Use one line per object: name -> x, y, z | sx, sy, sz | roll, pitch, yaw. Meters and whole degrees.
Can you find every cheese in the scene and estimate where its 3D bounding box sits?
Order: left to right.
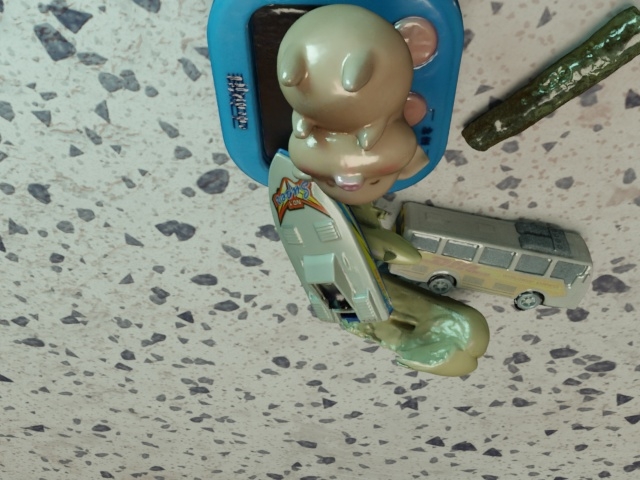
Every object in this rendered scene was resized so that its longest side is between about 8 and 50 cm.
cheese -> 0.162, 0.145, 1.114 | 0.266, 0.127, 0.233 | 21, -177, 34

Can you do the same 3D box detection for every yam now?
yam -> 0.311, -0.205, 0.854 | 0.061, 0.061, 0.274 | 33, 131, -28

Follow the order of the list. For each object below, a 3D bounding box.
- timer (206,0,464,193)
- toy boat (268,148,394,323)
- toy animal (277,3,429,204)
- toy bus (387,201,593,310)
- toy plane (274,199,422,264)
timer -> 0.019, -0.208, 0.832 | 0.309, 0.115, 0.340 | 1, 138, 2
toy boat -> 0.000, 0.000, 0.906 | 0.129, 0.088, 0.295 | -5, 123, 34
toy animal -> 0.030, -0.143, 0.707 | 0.166, 0.154, 0.250 | 15, 148, 17
toy bus -> 0.288, 0.028, 1.086 | 0.343, 0.097, 0.138 | 10, 131, -4
toy plane -> 0.044, -0.016, 1.005 | 0.244, 0.092, 0.229 | 27, 115, 20
